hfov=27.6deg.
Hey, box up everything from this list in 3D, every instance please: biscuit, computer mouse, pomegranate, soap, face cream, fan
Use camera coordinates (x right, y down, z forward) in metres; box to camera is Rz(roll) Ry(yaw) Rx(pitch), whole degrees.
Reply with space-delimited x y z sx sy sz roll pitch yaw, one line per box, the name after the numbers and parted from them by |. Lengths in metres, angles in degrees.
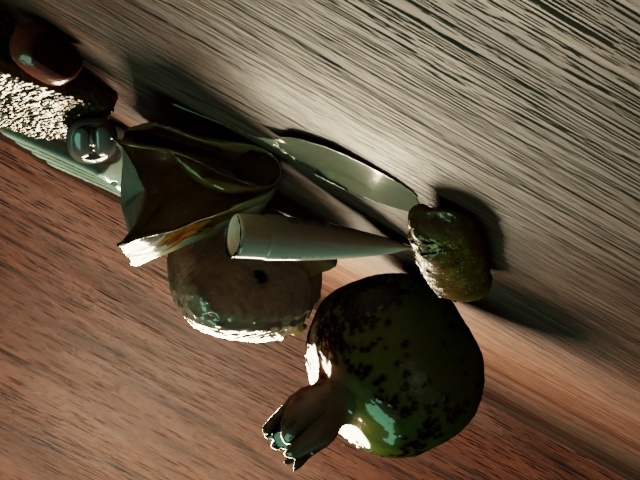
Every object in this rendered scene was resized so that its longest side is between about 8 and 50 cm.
-0.369 -0.169 1.586 0.131 0.025 0.231 -21 160 31 | biscuit
-0.292 -0.124 1.670 0.066 0.039 0.096 -6 165 -12 | computer mouse
0.062 0.205 1.886 0.285 0.340 0.285 45 151 34 | pomegranate
-0.370 -0.146 2.090 0.265 0.088 0.160 23 172 36 | soap
0.000 0.000 1.646 0.243 0.058 0.092 4 -177 -24 | face cream
-0.029 -0.099 1.431 0.310 0.010 0.182 23 171 15 | fan

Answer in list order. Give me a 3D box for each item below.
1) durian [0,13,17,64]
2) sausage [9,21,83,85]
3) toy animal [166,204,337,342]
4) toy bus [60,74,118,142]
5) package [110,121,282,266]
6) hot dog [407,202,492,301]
-0.418 -0.237 1.593 0.148 0.091 0.188 0 148 31 | durian
-0.320 -0.216 1.511 0.054 0.059 0.094 21 171 46 | sausage
-0.113 0.043 1.937 0.226 0.188 0.358 9 -151 -17 | toy animal
-0.370 -0.201 1.722 0.194 0.083 0.088 27 164 -16 | toy bus
-0.180 -0.087 1.688 0.311 0.221 0.165 143 105 -84 | package
0.143 0.022 1.434 0.083 0.068 0.289 19 169 16 | hot dog
